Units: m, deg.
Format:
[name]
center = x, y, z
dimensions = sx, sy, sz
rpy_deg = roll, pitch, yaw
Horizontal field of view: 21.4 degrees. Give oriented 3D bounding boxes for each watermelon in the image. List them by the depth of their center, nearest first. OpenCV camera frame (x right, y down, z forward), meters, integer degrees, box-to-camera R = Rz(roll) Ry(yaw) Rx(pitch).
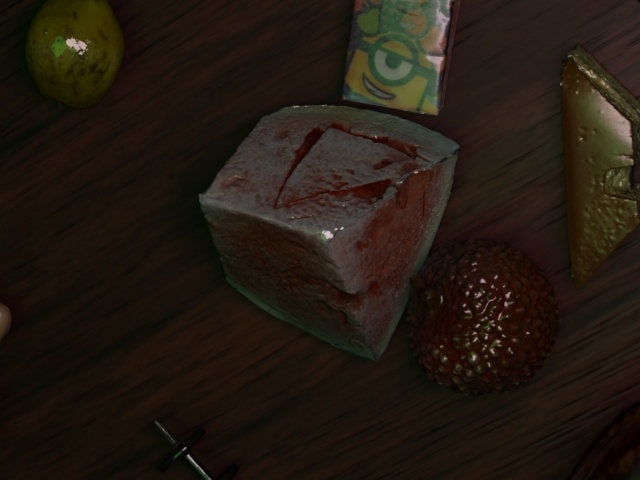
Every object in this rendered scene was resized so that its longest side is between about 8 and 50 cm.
[watermelon]
center = 0.000, 0.000, 1.742
dimensions = 0.213, 0.201, 0.261
rpy_deg = 20, 111, 18

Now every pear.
[pear]
center = -0.265, -0.206, 1.817
dimensions = 0.107, 0.107, 0.131
rpy_deg = 16, 98, 11

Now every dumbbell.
[dumbbell]
center = -0.137, 0.256, 1.903
dimensions = 0.069, 0.069, 0.147
rpy_deg = -43, 89, 19

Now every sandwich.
[sandwich]
center = 0.290, -0.073, 1.703
dimensions = 0.088, 0.090, 0.244
rpy_deg = 1, 103, 18

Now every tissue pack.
[tissue pack]
center = 0.084, -0.212, 1.744
dimensions = 0.109, 0.060, 0.148
rpy_deg = 11, 103, 12

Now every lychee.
[lychee]
center = 0.157, 0.077, 1.732
dimensions = 0.197, 0.165, 0.165
rpy_deg = 14, 111, -32

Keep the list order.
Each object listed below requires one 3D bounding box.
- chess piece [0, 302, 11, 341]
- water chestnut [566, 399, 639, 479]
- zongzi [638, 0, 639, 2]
[chess piece]
center = -0.488, 0.022, 1.932
dimensions = 0.307, 0.124, 0.139
rpy_deg = 41, 79, 0
[water chestnut]
center = 0.385, 0.321, 1.654
dimensions = 0.350, 0.302, 0.350
rpy_deg = 2, 98, 15
[zongzi]
center = 0.187, -0.356, 1.682
dimensions = 0.260, 0.123, 0.289
rpy_deg = 14, 152, 39
